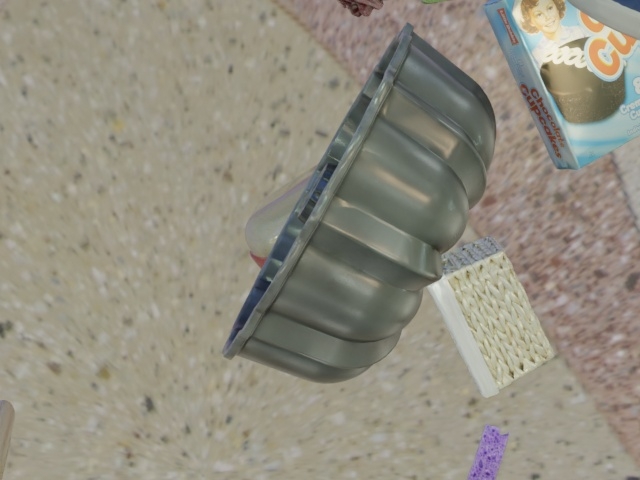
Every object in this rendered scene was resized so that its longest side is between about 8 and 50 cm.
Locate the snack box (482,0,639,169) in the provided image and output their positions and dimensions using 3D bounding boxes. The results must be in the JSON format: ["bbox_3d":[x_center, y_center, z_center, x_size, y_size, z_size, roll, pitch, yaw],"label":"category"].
[{"bbox_3d":[0.342,-0.225,1.420,0.322,0.060,0.187,-29,100,-14],"label":"snack box"}]

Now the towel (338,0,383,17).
[{"bbox_3d":[-0.088,-0.255,0.672,0.037,0.237,0.329,-36,80,17],"label":"towel"}]

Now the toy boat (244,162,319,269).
[{"bbox_3d":[0.000,0.000,1.712,0.151,0.231,0.151,-32,98,7],"label":"toy boat"}]

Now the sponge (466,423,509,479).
[{"bbox_3d":[0.146,0.303,1.449,0.031,0.117,0.210,20,44,9],"label":"sponge"}]

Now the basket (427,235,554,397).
[{"bbox_3d":[0.202,0.088,1.707,0.103,0.113,0.167,-27,101,2],"label":"basket"}]

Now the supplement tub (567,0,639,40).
[{"bbox_3d":[0.273,-0.303,0.899,0.228,0.316,0.228,6,48,-7],"label":"supplement tub"}]

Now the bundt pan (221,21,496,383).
[{"bbox_3d":[0.045,-0.014,1.215,0.124,0.331,0.331,29,79,-5],"label":"bundt pan"}]

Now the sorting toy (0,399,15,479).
[{"bbox_3d":[-0.394,0.310,1.640,0.038,0.193,0.208,8,100,-9],"label":"sorting toy"}]

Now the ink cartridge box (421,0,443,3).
[{"bbox_3d":[0.199,-0.205,0.490,0.353,0.207,0.119,-8,70,2],"label":"ink cartridge box"}]
